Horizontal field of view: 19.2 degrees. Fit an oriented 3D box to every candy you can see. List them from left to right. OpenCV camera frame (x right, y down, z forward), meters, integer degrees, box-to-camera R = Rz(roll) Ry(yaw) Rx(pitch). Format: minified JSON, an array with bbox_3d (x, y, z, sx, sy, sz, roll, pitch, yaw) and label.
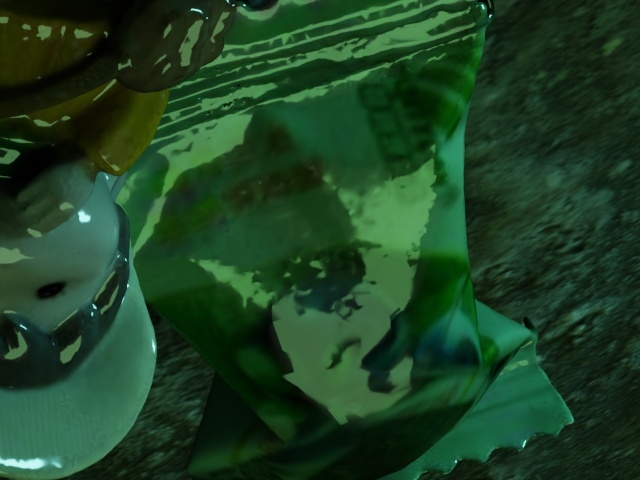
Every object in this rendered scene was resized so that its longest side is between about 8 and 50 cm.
[{"bbox_3d":[0.002,0.004,1.123,0.263,0.172,0.398,-26,140,-9],"label":"candy"}]

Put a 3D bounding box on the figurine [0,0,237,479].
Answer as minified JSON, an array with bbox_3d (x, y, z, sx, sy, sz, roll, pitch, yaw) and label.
[{"bbox_3d":[-0.154,-0.057,0.906,0.185,0.204,0.332,6,114,-23],"label":"figurine"}]
